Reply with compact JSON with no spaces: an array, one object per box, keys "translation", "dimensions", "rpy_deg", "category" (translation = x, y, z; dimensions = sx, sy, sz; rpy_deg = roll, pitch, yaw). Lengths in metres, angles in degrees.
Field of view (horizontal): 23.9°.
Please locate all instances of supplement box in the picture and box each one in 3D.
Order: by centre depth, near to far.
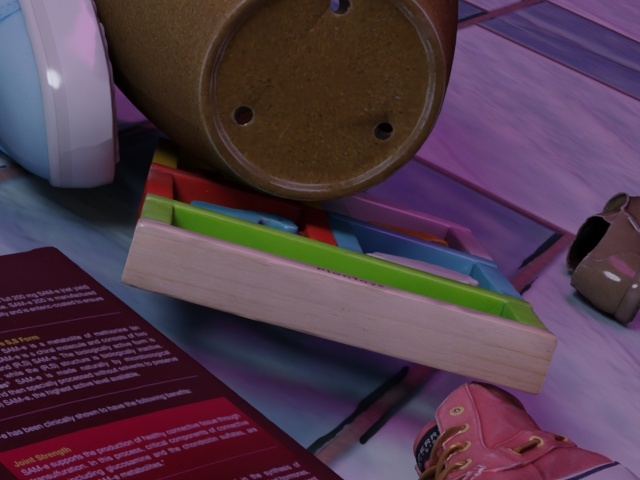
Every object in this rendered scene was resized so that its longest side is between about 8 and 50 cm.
[{"translation":[-0.072,0.095,0.508],"dimensions":[0.239,0.073,0.130],"rpy_deg":[36,25,30],"category":"supplement box"}]

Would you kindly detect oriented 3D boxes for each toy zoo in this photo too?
[{"translation":[0.000,0.000,0.788],"dimensions":[0.192,0.030,0.293],"rpy_deg":[16,10,-8],"category":"toy zoo"}]

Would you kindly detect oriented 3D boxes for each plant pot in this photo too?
[{"translation":[-0.024,-0.129,0.805],"dimensions":[0.237,0.237,0.254],"rpy_deg":[14,24,-18],"category":"plant pot"}]

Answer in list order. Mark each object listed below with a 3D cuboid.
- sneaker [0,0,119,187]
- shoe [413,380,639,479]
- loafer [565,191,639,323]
[{"translation":[-0.233,-0.130,0.859],"dimensions":[0.150,0.135,0.366],"rpy_deg":[-20,42,-21],"category":"sneaker"},{"translation":[0.062,0.107,0.623],"dimensions":[0.081,0.063,0.178],"rpy_deg":[33,19,30],"category":"shoe"},{"translation":[0.190,0.001,0.983],"dimensions":[0.050,0.056,0.148],"rpy_deg":[27,22,-2],"category":"loafer"}]
